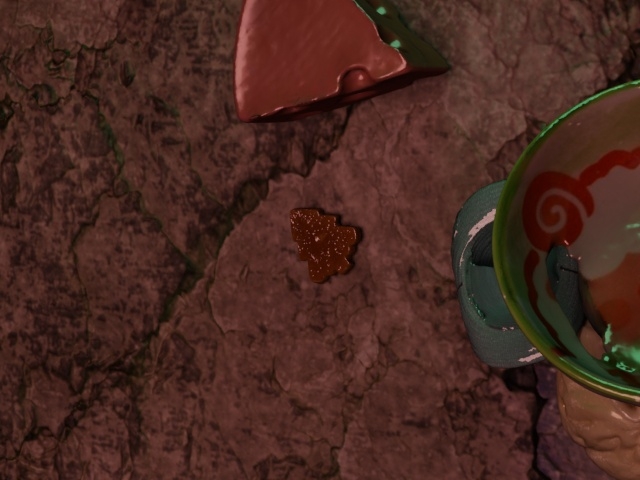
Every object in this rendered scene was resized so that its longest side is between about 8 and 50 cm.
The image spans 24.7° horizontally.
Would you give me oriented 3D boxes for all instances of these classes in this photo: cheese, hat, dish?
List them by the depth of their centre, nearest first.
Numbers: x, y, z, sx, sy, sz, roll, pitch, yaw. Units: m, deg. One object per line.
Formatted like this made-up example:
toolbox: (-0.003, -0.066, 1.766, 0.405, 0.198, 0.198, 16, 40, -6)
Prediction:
dish: (0.323, 0.019, 1.311, 0.324, 0.124, 0.324, -7, 61, 13)
hat: (0.197, 0.038, 1.438, 0.138, 0.078, 0.191, -9, 72, 25)
cheese: (0.001, -0.227, 1.478, 0.203, 0.128, 0.177, -15, 88, 29)

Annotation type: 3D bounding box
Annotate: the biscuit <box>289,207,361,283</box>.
biscuit: (0.000, 0.000, 1.564, 0.092, 0.016, 0.082, 45, 117, 17)

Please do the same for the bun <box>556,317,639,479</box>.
bun: (0.299, 0.148, 1.370, 0.183, 0.102, 0.183, 0, 91, 32)
